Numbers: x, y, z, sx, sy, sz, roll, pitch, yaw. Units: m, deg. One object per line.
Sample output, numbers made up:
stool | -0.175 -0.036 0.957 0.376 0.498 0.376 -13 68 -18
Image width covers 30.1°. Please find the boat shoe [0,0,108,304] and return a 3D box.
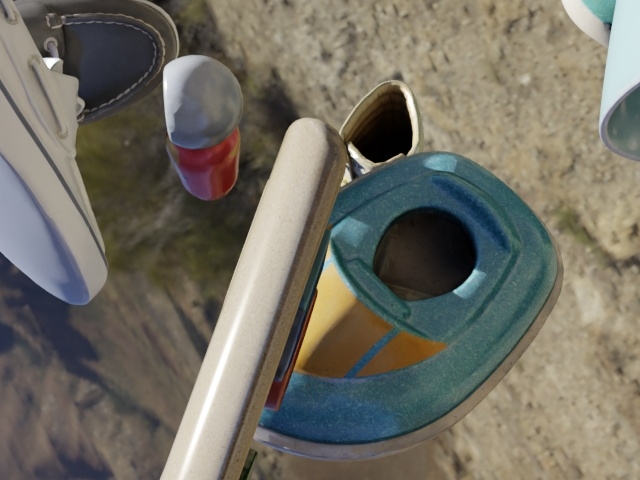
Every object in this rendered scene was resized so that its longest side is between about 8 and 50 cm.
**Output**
boat shoe | -0.180 -0.078 0.702 0.095 0.084 0.258 12 136 39

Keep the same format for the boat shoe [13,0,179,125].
boat shoe | -0.276 -0.118 0.915 0.095 0.335 0.112 -97 0 -63

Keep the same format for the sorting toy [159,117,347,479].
sorting toy | -0.052 0.122 0.488 0.041 0.307 0.229 20 166 -2

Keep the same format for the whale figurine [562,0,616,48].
whale figurine | 0.429 -0.367 1.570 0.216 0.272 0.141 33 142 1

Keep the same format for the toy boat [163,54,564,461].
toy boat | 0.000 0.000 0.848 0.318 0.267 0.148 41 161 17

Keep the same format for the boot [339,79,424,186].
boot | 0.051 -0.007 1.188 0.095 0.262 0.203 13 149 13

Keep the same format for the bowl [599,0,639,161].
bowl | 0.390 -0.201 1.069 0.311 0.311 0.163 105 157 -71
